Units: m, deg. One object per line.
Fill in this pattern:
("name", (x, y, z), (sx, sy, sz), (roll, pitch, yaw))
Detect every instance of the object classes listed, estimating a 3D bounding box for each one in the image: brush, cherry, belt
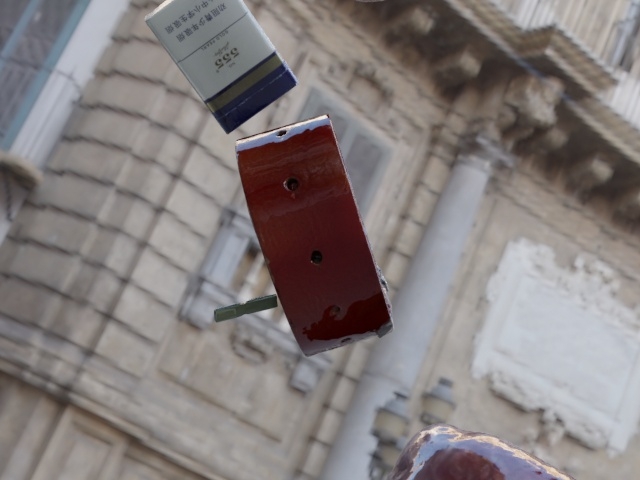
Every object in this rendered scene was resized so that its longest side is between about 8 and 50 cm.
("brush", (-0.084, 0.074, 1.381), (0.083, 0.016, 0.013), (-14, 19, -36))
("cherry", (0.205, 0.405, 1.505), (0.335, 0.291, 0.326), (29, -57, 20))
("belt", (0.000, 0.000, 1.363), (0.115, 0.227, 0.324), (-15, -31, 3))

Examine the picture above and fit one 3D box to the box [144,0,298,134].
("box", (-0.176, -0.340, 2.243), (0.259, 0.168, 0.071), (55, 0, -19))
